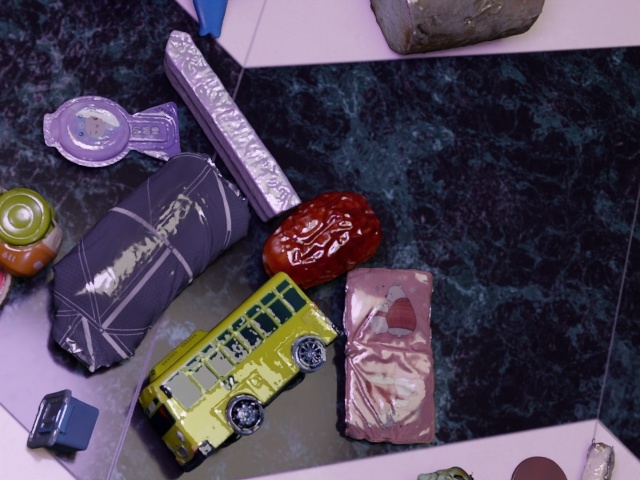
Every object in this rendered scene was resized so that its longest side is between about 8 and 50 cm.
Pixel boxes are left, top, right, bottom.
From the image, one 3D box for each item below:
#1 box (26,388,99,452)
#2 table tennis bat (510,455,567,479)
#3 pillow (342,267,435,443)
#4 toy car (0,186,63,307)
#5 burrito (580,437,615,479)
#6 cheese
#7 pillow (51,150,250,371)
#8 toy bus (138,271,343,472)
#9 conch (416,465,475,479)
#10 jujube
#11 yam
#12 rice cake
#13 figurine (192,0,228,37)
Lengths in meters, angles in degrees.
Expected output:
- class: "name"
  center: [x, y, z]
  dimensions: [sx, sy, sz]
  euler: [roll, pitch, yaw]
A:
- class: "box"
  center: [-0.326, 0.235, 1.584]
  dimensions: [0.054, 0.099, 0.074]
  euler: [28, 66, -24]
- class: "table tennis bat"
  center: [0.312, 0.388, 1.786]
  dimensions: [0.095, 0.014, 0.158]
  euler: [17, 67, -14]
- class: "pillow"
  center: [0.096, 0.163, 1.766]
  dimensions: [0.135, 0.049, 0.248]
  euler: [3, 77, -16]
- class: "toy car"
  center: [-0.465, 0.004, 1.597]
  dimensions: [0.235, 0.145, 0.235]
  euler: [0, 87, -8]
- class: "burrito"
  center: [0.389, 0.379, 1.800]
  dimensions: [0.045, 0.041, 0.185]
  euler: [10, 65, 30]
- class: "cheese"
  center: [-0.291, -0.153, 1.740]
  dimensions: [0.191, 0.042, 0.105]
  euler: [-2, 76, -21]
- class: "pillow"
  center: [-0.235, 0.024, 1.677]
  dimensions: [0.161, 0.092, 0.335]
  euler: [45, 67, -5]
- class: "toy bus"
  center: [-0.113, 0.173, 1.652]
  dimensions: [0.262, 0.128, 0.150]
  euler: [-41, 88, -25]
- class: "conch"
  center: [0.192, 0.380, 1.721]
  dimensions: [0.106, 0.079, 0.170]
  euler: [-40, 104, -18]
- class: "jujube"
  center: [0.000, 0.000, 1.752]
  dimensions: [0.176, 0.112, 0.109]
  euler: [-28, 124, -20]
- class: "yam"
  center: [0.212, -0.375, 1.909]
  dimensions: [0.268, 0.161, 0.161]
  euler: [-13, 78, -22]
- class: "rice cake"
  center: [-0.132, -0.156, 1.758]
  dimensions: [0.050, 0.106, 0.298]
  euler: [-33, 86, -13]
- class: "figurine"
  center: [-0.139, -0.467, 1.814]
  dimensions: [0.416, 0.243, 0.298]
  euler: [-25, 92, -2]
